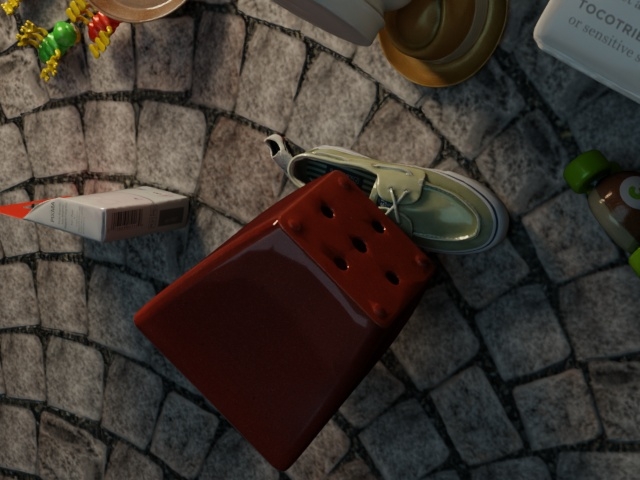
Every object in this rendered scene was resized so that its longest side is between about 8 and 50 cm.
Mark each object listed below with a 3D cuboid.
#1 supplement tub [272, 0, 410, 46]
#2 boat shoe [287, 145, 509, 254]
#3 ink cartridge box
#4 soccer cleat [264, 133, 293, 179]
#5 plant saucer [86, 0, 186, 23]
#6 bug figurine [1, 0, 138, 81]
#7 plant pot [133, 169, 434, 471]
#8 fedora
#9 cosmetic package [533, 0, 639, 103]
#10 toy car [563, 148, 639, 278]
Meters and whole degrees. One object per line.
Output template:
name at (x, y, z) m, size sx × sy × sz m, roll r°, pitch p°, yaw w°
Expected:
supplement tub at (0.052, -0.409, 1.382) m, size 0.228 × 0.228 × 0.316 m, roll 30°, pitch 91°, yaw 24°
boat shoe at (0.093, -0.049, 1.545) m, size 0.302 × 0.094 × 0.109 m, roll 17°, pitch 107°, yaw 28°
ink cartridge box at (-0.341, -0.055, 1.749) m, size 0.232 × 0.189 × 0.066 m, roll 19°, pitch 107°, yaw 28°
soccer cleat at (-0.050, -0.110, 1.655) m, size 0.029 × 0.036 × 0.083 m, roll -35°, pitch 80°, yaw 30°
plant saucer at (-0.255, -0.404, 1.697) m, size 0.199 × 0.036 × 0.198 m, roll 0°, pitch 88°, yaw 7°
bug figurine at (-0.398, -0.380, 1.799) m, size 0.216 × 0.072 × 0.279 m, roll -35°, pitch 84°, yaw 37°
plant pot at (-0.017, 0.072, 1.488) m, size 0.267 × 0.267 × 0.236 m, roll 46°, pitch 125°, yaw 1°
fedora at (0.138, -0.287, 1.487) m, size 0.194 × 0.079 × 0.194 m, roll 5°, pitch 100°, yaw 30°
cosmetic package at (0.471, -0.290, 1.130) m, size 0.327 × 0.329 × 0.393 m, roll 34°, pitch 113°, yaw 18°
toy car at (0.401, -0.067, 1.340) m, size 0.188 × 0.149 × 0.155 m, roll -40°, pitch 66°, yaw 18°
